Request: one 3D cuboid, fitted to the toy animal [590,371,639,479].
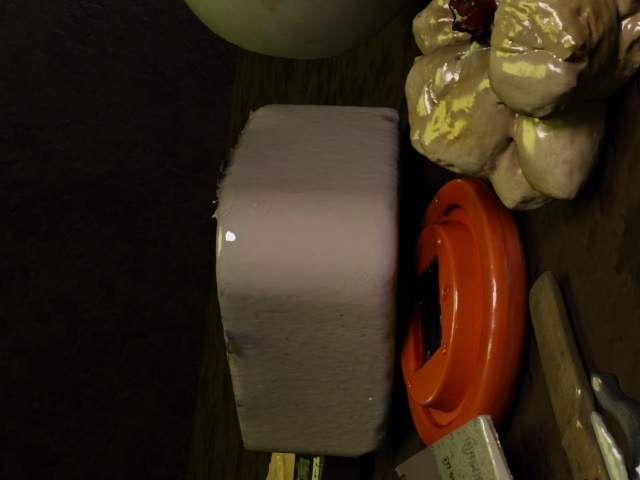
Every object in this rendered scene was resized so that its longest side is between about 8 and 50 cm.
[{"bbox_3d":[0.145,0.177,0.408,0.137,0.082,0.270,132,140,-70],"label":"toy animal"}]

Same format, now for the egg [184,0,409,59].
[{"bbox_3d":[-0.009,-0.340,0.899,0.278,0.278,0.336,-98,15,-47],"label":"egg"}]

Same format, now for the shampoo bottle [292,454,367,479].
[{"bbox_3d":[0.007,0.285,1.073,0.098,0.071,0.310,148,128,-79],"label":"shampoo bottle"}]

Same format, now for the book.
[{"bbox_3d":[0.098,0.197,0.711,0.182,0.014,0.127,121,134,-64],"label":"book"}]

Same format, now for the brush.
[{"bbox_3d":[0.140,0.120,0.575,0.043,0.036,0.248,113,159,-45],"label":"brush"}]

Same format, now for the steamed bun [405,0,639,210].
[{"bbox_3d":[0.114,-0.115,0.625,0.177,0.106,0.192,114,157,-61],"label":"steamed bun"}]

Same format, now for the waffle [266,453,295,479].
[{"bbox_3d":[-0.038,0.356,1.280,0.168,0.057,0.274,-103,21,-58],"label":"waffle"}]

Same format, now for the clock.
[{"bbox_3d":[0.097,0.056,0.772,0.205,0.051,0.205,-176,90,-78],"label":"clock"}]

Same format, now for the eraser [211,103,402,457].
[{"bbox_3d":[0.000,0.000,0.937,0.331,0.149,0.332,0,-90,-88],"label":"eraser"}]
